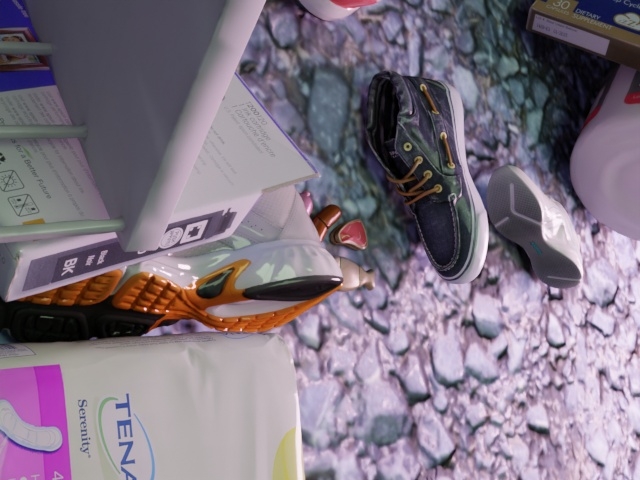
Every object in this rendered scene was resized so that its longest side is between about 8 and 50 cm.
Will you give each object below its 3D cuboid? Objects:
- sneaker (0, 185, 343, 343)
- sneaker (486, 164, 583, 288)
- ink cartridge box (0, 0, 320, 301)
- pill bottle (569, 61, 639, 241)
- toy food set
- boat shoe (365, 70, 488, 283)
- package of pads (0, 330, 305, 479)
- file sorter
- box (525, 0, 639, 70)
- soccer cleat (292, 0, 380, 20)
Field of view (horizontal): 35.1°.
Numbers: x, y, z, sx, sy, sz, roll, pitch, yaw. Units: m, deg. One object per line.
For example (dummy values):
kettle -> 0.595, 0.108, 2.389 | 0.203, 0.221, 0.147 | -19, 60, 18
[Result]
sneaker -> -0.112, -0.006, 0.646 | 0.262, 0.099, 0.121 | 3, 57, -41
sneaker -> 0.205, -0.021, 0.971 | 0.152, 0.053, 0.061 | 50, 41, -31
ink cartridge box -> -0.136, -0.078, 0.593 | 0.208, 0.045, 0.206 | -18, 62, -42
pill bottle -> 0.399, -0.160, 1.095 | 0.176, 0.176, 0.318 | 50, 51, -23
toy food set -> 0.000, 0.000, 0.785 | 0.122, 0.019, 0.078 | 3, 78, -43
boat shoe -> 0.083, -0.053, 0.852 | 0.083, 0.065, 0.183 | 5, 70, -41
package of pads -> -0.106, 0.203, 0.578 | 0.229, 0.101, 0.297 | 1, 80, -43
file sorter -> -0.170, -0.155, 0.465 | 0.173, 0.193, 0.278 | -5, 53, -34
box -> 0.324, -0.274, 1.060 | 0.225, 0.136, 0.036 | -52, 157, -33
soccer cleat -> -0.015, -0.334, 0.780 | 0.108, 0.116, 0.318 | -35, 104, -48
